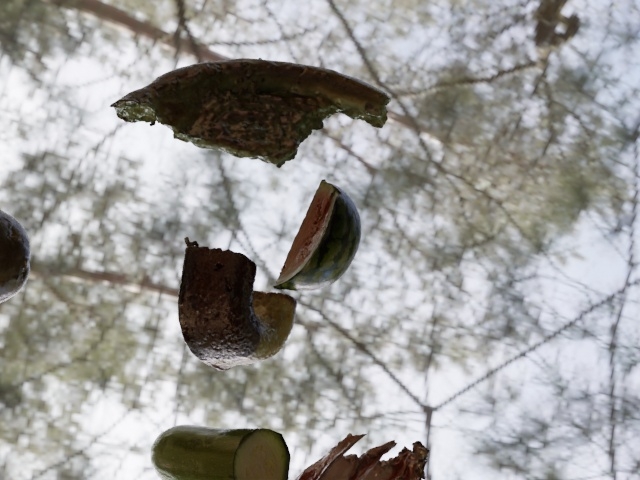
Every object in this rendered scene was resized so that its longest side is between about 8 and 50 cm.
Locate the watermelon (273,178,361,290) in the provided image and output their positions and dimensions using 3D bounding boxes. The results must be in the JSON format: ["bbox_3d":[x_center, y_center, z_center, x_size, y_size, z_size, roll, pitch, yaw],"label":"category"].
[{"bbox_3d":[0.004,0.000,1.677,0.087,0.069,0.163,22,-97,9],"label":"watermelon"}]

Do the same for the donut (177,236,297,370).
[{"bbox_3d":[-0.105,0.099,1.682,0.085,0.217,0.141,0,-111,28],"label":"donut"}]

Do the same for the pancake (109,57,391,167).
[{"bbox_3d":[-0.082,-0.169,1.592,0.197,0.376,0.054,61,-31,35],"label":"pancake"}]

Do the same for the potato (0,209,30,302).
[{"bbox_3d":[-0.429,0.022,1.555,0.081,0.200,0.164,-1,-90,32],"label":"potato"}]

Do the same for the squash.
[{"bbox_3d":[-0.136,0.267,1.517,0.188,0.095,0.095,-5,-105,40],"label":"squash"}]

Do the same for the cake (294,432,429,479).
[{"bbox_3d":[-0.014,0.274,1.101,0.287,0.098,0.135,-46,-163,20],"label":"cake"}]
